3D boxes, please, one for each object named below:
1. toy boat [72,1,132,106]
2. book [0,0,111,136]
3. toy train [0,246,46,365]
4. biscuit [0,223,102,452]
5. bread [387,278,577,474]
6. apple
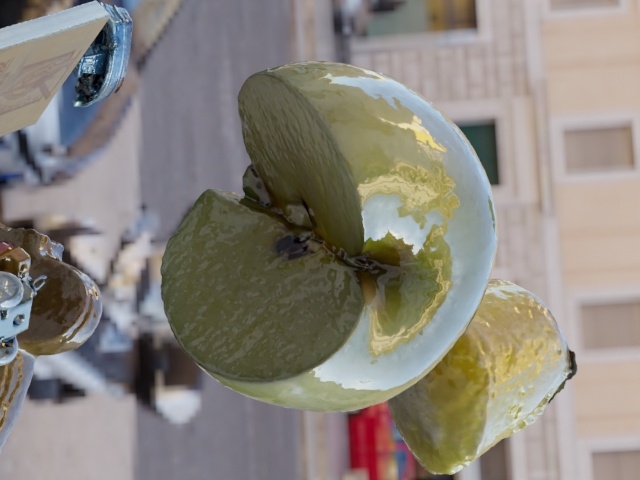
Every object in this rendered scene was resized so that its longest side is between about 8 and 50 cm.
[{"bbox_3d":[-0.245,-0.198,2.062,0.060,0.061,0.137,60,-33,31],"label":"toy boat"},{"bbox_3d":[-0.304,-0.150,1.813,0.161,0.026,0.231,-50,171,29],"label":"book"},{"bbox_3d":[-0.341,0.062,1.653,0.219,0.127,0.089,-29,149,-37],"label":"toy train"},{"bbox_3d":[-0.465,0.150,2.287,0.076,0.368,0.394,39,75,-50],"label":"biscuit"},{"bbox_3d":[0.157,0.139,1.990,0.197,0.171,0.197,43,-39,49],"label":"bread"},{"bbox_3d":[0.019,-0.002,1.628,0.258,0.233,0.295,33,-72,59],"label":"apple"}]
